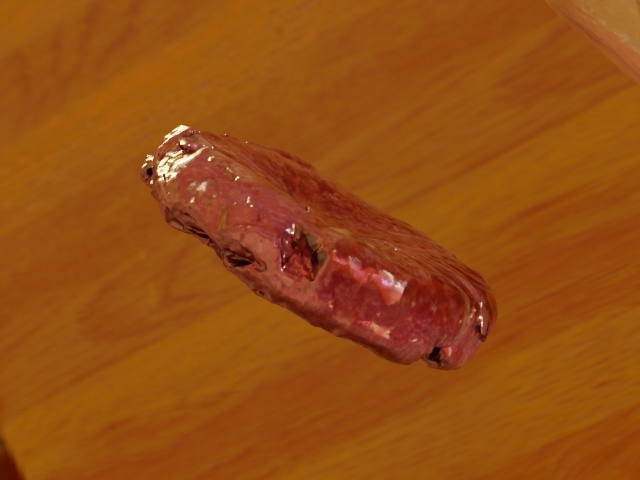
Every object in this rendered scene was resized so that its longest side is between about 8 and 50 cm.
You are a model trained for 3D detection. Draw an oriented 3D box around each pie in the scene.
[{"bbox_3d":[0.000,0.000,0.640,0.153,0.153,0.038,36,101,23],"label":"pie"}]

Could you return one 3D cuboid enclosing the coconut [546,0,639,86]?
[{"bbox_3d":[0.242,-0.193,1.014,0.237,0.197,0.236,-4,71,12],"label":"coconut"}]
